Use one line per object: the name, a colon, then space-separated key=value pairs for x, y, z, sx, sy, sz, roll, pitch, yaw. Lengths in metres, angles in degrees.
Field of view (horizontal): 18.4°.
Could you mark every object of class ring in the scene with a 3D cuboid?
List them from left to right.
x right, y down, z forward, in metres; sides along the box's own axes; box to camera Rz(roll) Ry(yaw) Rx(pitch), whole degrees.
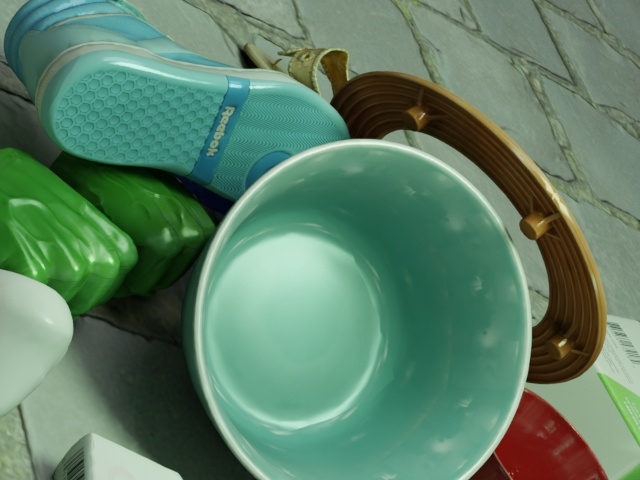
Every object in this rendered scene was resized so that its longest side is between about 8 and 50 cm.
ring: x=0.118 y=-0.002 z=1.772 sx=0.032 sy=0.336 sz=0.336 roll=-38 pitch=83 yaw=-25

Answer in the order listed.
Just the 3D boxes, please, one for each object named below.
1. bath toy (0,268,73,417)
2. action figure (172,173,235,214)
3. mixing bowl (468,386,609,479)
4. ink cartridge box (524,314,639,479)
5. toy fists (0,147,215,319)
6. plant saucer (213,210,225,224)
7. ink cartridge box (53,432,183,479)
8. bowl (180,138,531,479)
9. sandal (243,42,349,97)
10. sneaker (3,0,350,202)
bath toy: x=-0.333 y=0.029 z=1.360 sx=0.348 sy=0.151 sz=0.129 roll=33 pitch=67 yaw=-31
action figure: x=-0.087 y=-0.018 z=1.795 sx=0.280 sy=0.091 sz=0.139 roll=30 pitch=48 yaw=3
mixing bowl: x=0.183 y=0.233 z=1.870 sx=0.181 sy=0.098 sz=0.181 roll=36 pitch=27 yaw=-22
ink cartridge box: x=0.341 y=0.190 z=2.148 sx=0.273 sy=0.115 sz=0.198 roll=12 pitch=43 yaw=-49
toy fists: x=-0.195 y=-0.007 z=1.649 sx=0.142 sy=0.096 sz=0.279 roll=38 pitch=22 yaw=18
plant saucer: x=0.000 y=0.000 z=1.991 sx=0.318 sy=0.044 sz=0.317 roll=34 pitch=29 yaw=-22
ink cartridge box: x=-0.091 y=0.265 z=1.468 sx=0.232 sy=0.066 sz=0.189 roll=26 pitch=32 yaw=-29
bowl: x=0.005 y=0.073 z=1.670 sx=0.311 sy=0.311 sz=0.163 roll=35 pitch=-16 yaw=-22
sandal: x=0.010 y=-0.169 z=2.143 sx=0.088 sy=0.079 sz=0.240 roll=27 pitch=18 yaw=-48
sneaker: x=-0.132 y=-0.142 z=1.734 sx=0.319 sy=0.127 sz=0.208 roll=17 pitch=22 yaw=-40
